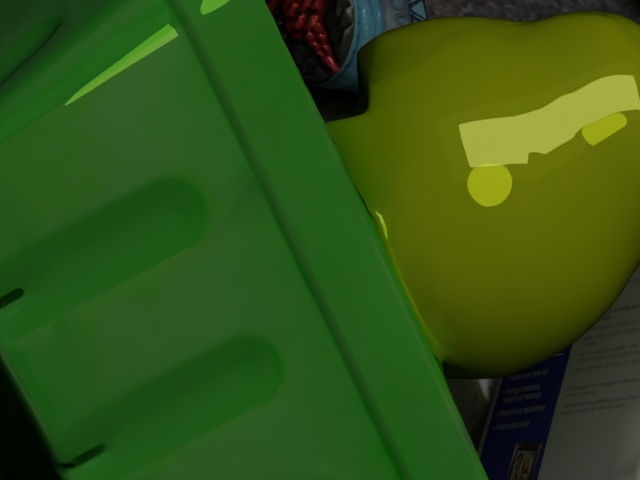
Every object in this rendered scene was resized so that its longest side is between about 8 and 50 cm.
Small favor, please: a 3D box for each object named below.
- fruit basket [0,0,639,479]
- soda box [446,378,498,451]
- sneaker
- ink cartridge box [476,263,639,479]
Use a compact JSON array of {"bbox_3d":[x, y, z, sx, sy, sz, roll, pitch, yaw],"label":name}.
[{"bbox_3d":[0.000,0.000,0.943,0.392,0.283,0.392,-4,99,-29],"label":"fruit basket"},{"bbox_3d":[0.084,0.024,1.194,0.074,0.069,0.216,-4,58,-27],"label":"soda box"},{"bbox_3d":[0.022,-0.199,1.331,0.125,0.104,0.262,18,52,-35],"label":"sneaker"},{"bbox_3d":[0.154,0.093,1.038,0.065,0.165,0.333,25,71,-22],"label":"ink cartridge box"}]
